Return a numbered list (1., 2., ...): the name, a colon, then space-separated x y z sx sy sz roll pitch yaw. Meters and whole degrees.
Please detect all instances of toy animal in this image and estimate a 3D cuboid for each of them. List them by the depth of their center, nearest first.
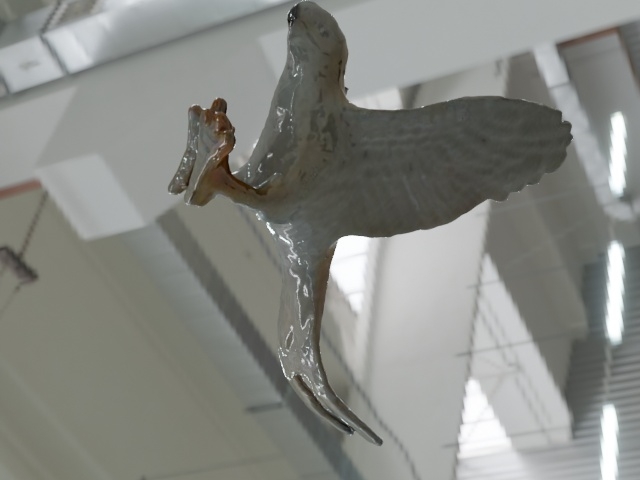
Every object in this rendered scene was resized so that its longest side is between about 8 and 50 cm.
1. toy animal: -0.013 -0.007 0.911 0.302 0.225 0.284 18 -88 -52
